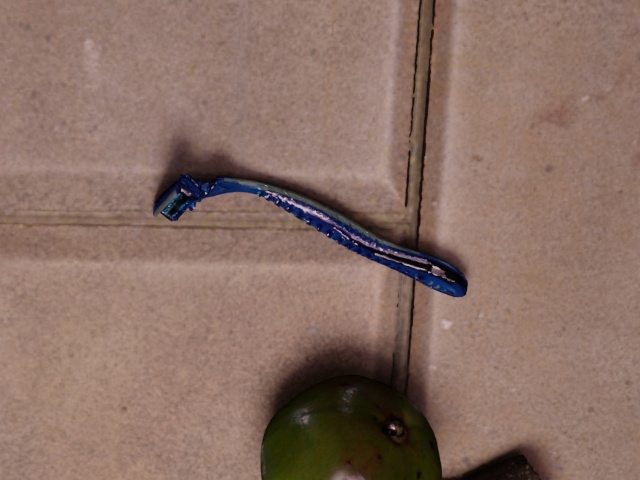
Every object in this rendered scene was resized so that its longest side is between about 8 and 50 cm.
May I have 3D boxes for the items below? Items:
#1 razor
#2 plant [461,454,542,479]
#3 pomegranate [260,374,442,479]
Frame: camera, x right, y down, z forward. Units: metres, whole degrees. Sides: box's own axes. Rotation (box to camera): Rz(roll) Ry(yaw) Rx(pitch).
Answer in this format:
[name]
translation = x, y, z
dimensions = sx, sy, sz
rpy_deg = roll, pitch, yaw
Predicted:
[razor]
translation = 0.002, -0.012, 1.592
dimensions = 0.324, 0.093, 0.056
rpy_deg = 17, 70, -15
[plant]
translation = 0.171, 0.288, 1.690
dimensions = 0.143, 0.092, 0.094
rpy_deg = -28, 117, -3
[pomegranate]
translation = 0.013, 0.242, 1.623
dimensions = 0.187, 0.187, 0.225
rpy_deg = 32, 126, -15
